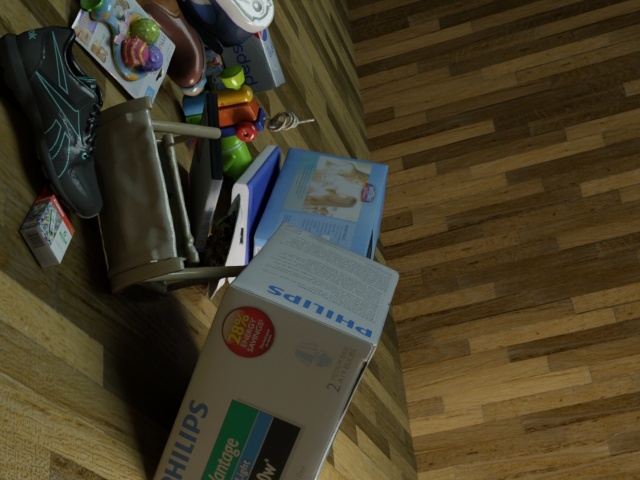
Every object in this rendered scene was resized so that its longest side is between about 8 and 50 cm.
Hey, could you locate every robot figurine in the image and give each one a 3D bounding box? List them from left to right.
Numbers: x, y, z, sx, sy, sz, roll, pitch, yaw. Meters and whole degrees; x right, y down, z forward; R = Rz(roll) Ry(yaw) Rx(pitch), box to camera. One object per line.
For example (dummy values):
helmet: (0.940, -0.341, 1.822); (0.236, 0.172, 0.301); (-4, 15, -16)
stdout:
robot figurine: (-0.184, -0.181, 2.132); (0.101, 0.067, 0.115); (-91, 162, -60)

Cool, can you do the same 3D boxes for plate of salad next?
plate of salad: (-0.183, 0.008, 1.839); (0.200, 0.048, 0.200); (-163, -90, -79)

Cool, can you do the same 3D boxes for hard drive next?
hard drive: (-0.135, -0.060, 2.122); (0.318, 0.040, 0.210); (-66, 162, -69)

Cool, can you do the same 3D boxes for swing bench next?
swing bench: (-0.249, -0.055, 1.536); (0.255, 0.165, 0.253); (13, 64, -69)

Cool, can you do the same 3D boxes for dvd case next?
dvd case: (-0.205, -0.115, 1.798); (0.253, 0.022, 0.180); (114, -27, -57)

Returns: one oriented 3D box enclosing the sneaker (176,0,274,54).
sneaker: (-0.257, -0.511, 1.986); (0.323, 0.236, 0.130); (50, 57, -25)

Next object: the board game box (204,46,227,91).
board game box: (-0.223, -0.373, 2.191); (0.194, 0.060, 0.194); (-65, 139, -68)

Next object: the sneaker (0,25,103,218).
sneaker: (-0.336, -0.156, 1.355); (0.101, 0.106, 0.267); (-118, -171, -68)

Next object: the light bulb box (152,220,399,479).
light bulb box: (-0.057, 0.206, 1.571); (0.361, 0.225, 0.358); (-58, 170, -72)

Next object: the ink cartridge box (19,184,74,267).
ink cartridge box: (-0.354, -0.023, 1.338); (0.115, 0.029, 0.063); (-84, 155, -56)

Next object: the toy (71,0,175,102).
toy: (-0.306, -0.330, 1.676); (0.237, 0.056, 0.137); (44, 60, -54)

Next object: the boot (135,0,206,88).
boot: (-0.309, -0.404, 1.788); (0.280, 0.096, 0.264); (-11, 87, -76)

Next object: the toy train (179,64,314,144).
toy train: (-0.148, -0.273, 1.954); (0.105, 0.248, 0.143); (-86, 164, -53)

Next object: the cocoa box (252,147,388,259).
cocoa box: (0.000, 0.000, 2.128); (0.347, 0.231, 0.228); (-73, 171, -52)

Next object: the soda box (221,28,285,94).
soda box: (-0.170, -0.451, 2.150); (0.091, 0.098, 0.286); (-56, 130, -71)
